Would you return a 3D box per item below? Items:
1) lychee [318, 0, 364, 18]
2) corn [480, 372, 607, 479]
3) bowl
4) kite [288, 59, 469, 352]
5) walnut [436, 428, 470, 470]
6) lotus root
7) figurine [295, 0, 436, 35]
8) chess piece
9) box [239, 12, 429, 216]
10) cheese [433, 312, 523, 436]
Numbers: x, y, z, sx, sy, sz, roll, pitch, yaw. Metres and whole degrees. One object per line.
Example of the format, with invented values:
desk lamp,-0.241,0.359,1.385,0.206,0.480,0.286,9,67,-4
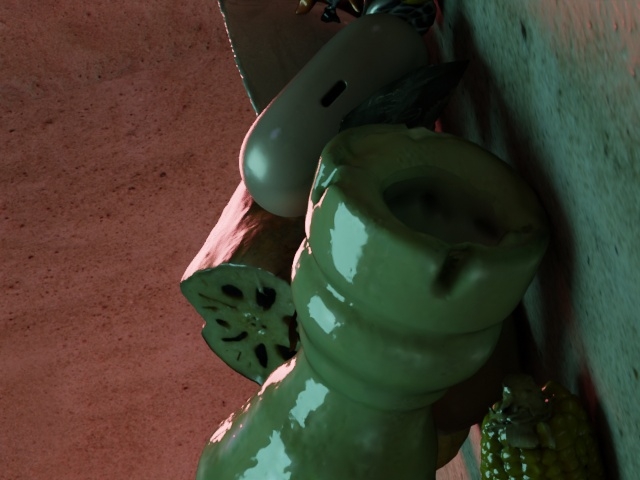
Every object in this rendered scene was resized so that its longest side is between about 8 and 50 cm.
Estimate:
lychee,0.003,-0.232,1.554,0.188,0.188,0.188,165,90,-87
corn,0.188,0.220,1.055,0.097,0.097,0.262,-113,4,-70
bowl,0.029,-0.135,1.349,0.313,0.146,0.313,62,-172,-16
kite,0.028,-0.024,1.159,0.015,0.169,0.310,38,128,22
walnut,0.106,0.190,1.688,0.193,0.193,0.226,-113,18,-71
lotus root,0.000,0.000,1.616,0.250,0.250,0.346,77,-149,-43
figurine,-0.016,-0.320,1.132,0.320,0.196,0.323,29,171,16
chess piece,0.030,0.125,1.112,0.234,0.234,0.442,-109,28,-48
box,0.013,-0.107,1.144,0.088,0.200,0.146,43,175,6
cheese,0.126,0.089,1.304,0.235,0.117,0.218,-105,-1,-49
